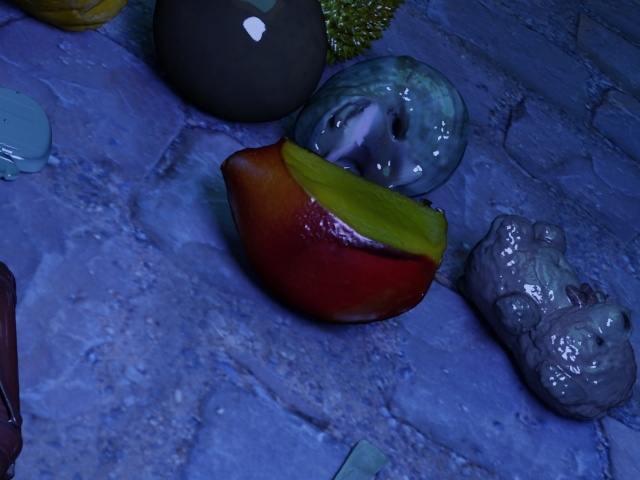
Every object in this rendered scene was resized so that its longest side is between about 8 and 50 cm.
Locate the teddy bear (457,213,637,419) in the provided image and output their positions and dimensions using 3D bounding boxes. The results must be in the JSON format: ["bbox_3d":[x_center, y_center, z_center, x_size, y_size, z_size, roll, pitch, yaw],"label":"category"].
[{"bbox_3d":[0.285,0.095,1.493,0.236,0.151,0.267,7,38,-47],"label":"teddy bear"}]

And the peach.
[{"bbox_3d":[0.003,0.004,1.332,0.267,0.158,0.154,25,23,-20],"label":"peach"}]

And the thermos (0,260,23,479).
[{"bbox_3d":[-0.287,0.125,0.979,0.124,0.099,0.232,59,10,-48],"label":"thermos"}]

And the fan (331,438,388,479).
[{"bbox_3d":[0.012,0.247,1.169,0.038,0.016,0.193,40,32,10],"label":"fan"}]

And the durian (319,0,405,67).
[{"bbox_3d":[0.009,-0.399,1.789,0.291,0.224,0.291,27,37,-23],"label":"durian"}]

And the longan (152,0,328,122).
[{"bbox_3d":[-0.098,-0.262,1.537,0.248,0.248,0.248,24,34,-18],"label":"longan"}]

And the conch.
[{"bbox_3d":[0.093,-0.139,1.601,0.277,0.196,0.220,30,65,-52],"label":"conch"}]

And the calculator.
[{"bbox_3d":[-0.336,-0.116,1.299,0.095,0.021,0.153,21,32,-21],"label":"calculator"}]

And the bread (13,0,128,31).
[{"bbox_3d":[-0.352,-0.390,1.350,0.236,0.165,0.375,48,-1,17],"label":"bread"}]
